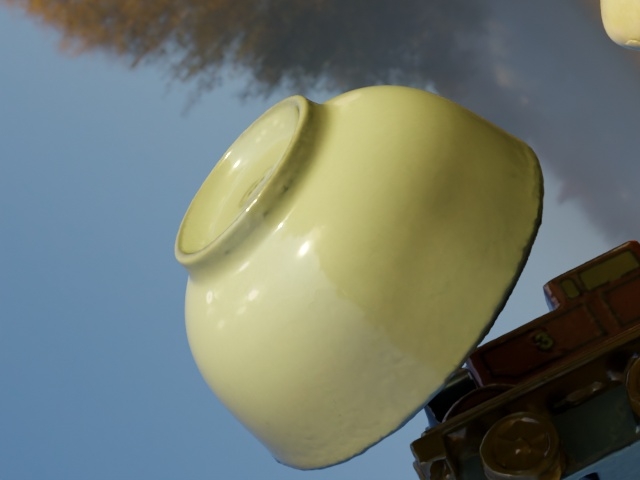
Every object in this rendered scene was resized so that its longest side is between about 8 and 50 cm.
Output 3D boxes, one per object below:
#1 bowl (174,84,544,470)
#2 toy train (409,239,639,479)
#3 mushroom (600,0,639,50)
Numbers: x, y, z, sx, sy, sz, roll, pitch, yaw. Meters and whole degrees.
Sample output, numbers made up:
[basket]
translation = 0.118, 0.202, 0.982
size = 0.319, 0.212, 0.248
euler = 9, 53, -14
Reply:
[bowl]
translation = 0.000, 0.000, 1.196
size = 0.185, 0.354, 0.354
euler = 38, -165, -19
[toy train]
translation = 0.255, 0.146, 1.328
size = 0.163, 0.369, 0.232
euler = 63, -179, -42
[mushroom]
translation = 0.317, -0.211, 1.219
size = 0.122, 0.154, 0.154
euler = 62, -168, -7
